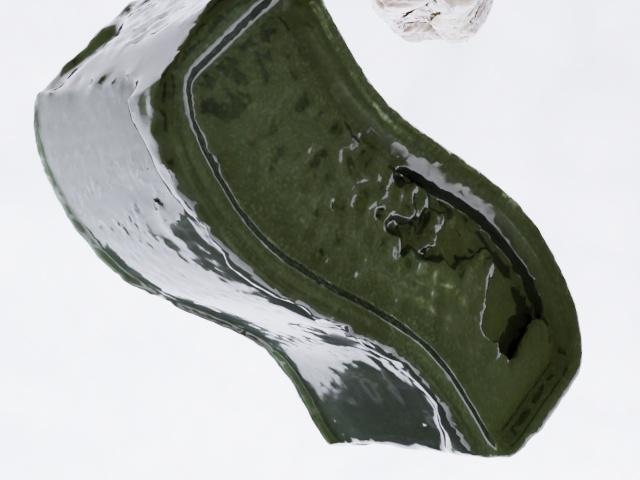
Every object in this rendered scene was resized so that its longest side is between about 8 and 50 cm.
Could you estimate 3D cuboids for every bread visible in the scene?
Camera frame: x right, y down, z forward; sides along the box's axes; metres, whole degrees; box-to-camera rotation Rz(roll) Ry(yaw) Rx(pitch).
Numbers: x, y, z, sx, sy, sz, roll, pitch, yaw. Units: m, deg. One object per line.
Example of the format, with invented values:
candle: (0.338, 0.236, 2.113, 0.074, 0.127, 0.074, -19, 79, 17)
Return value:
bread: (0.066, -0.195, 0.690, 0.077, 0.271, 0.139, -6, -87, 9)

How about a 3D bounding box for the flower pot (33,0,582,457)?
flower pot: (0.000, 0.000, 0.458, 0.229, 0.108, 0.103, 44, -115, -26)
